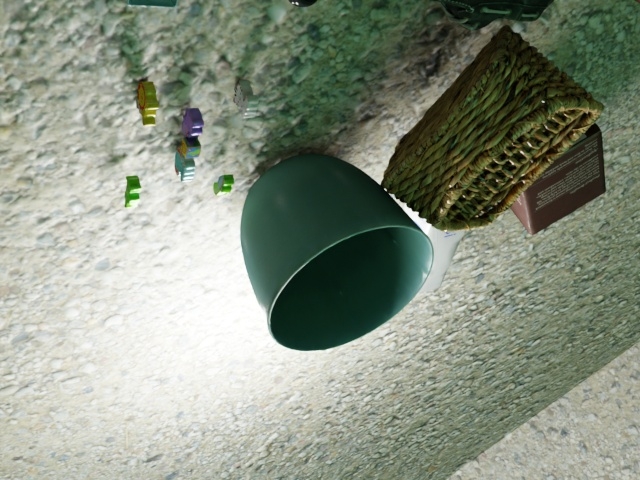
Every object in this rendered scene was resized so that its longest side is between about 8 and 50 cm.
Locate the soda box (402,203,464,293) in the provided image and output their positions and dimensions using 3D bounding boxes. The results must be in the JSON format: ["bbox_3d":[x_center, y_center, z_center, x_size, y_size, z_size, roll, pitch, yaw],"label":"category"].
[{"bbox_3d":[0.211,-0.020,1.709,0.098,0.091,0.286,-11,140,-26],"label":"soda box"}]

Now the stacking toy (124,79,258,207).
[{"bbox_3d":[-0.196,-0.141,1.299,0.166,0.052,0.221,-7,140,-28],"label":"stacking toy"}]

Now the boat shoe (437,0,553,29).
[{"bbox_3d":[0.233,-0.359,1.284,0.335,0.121,0.119,-7,134,-33],"label":"boat shoe"}]

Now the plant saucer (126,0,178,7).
[{"bbox_3d":[-0.185,-0.366,1.055,0.067,0.018,0.192,-6,139,-32],"label":"plant saucer"}]

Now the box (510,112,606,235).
[{"bbox_3d":[0.402,-0.154,1.621,0.168,0.167,0.203,-31,145,0],"label":"box"}]

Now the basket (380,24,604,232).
[{"bbox_3d":[0.269,-0.139,1.373,0.223,0.213,0.299,39,120,-8],"label":"basket"}]

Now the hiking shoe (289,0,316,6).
[{"bbox_3d":[0.036,-0.379,1.118,0.086,0.114,0.227,13,126,-44],"label":"hiking shoe"}]

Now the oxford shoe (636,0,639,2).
[{"bbox_3d":[0.487,-0.473,1.365,0.396,0.140,0.147,13,95,-39],"label":"oxford shoe"}]

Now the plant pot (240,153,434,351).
[{"bbox_3d":[0.000,0.000,1.452,0.292,0.235,0.293,-21,144,-16],"label":"plant pot"}]
